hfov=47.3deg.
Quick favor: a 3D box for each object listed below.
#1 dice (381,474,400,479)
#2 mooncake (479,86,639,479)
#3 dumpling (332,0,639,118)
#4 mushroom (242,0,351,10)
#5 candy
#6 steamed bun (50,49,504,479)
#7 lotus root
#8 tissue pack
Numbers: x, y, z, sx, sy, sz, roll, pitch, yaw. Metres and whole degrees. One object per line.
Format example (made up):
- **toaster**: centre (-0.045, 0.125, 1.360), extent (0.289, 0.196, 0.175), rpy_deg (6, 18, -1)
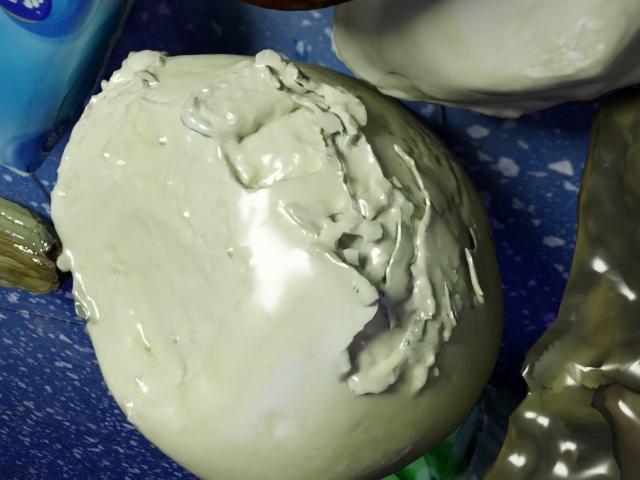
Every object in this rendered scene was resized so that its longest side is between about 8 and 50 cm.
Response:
- **dice**: centre (0.120, 0.544, 1.162), extent (0.300, 0.297, 0.287), rpy_deg (-20, 123, 44)
- **mooncake**: centre (0.214, 0.103, 0.402), extent (0.246, 0.393, 0.393), rpy_deg (14, 109, 39)
- **dumpling**: centre (0.124, -0.142, 0.418), extent (0.250, 0.132, 0.162), rpy_deg (-19, 119, 24)
- **mushroom**: centre (-0.026, -0.233, 0.335), extent (0.253, 0.153, 0.253), rpy_deg (19, 124, 30)
- **candy**: centre (0.157, 0.265, 0.901), extent (0.263, 0.172, 0.398), rpy_deg (41, 154, -17)
- **steamed bun**: centre (0.000, 0.000, 0.537), extent (0.233, 0.312, 0.333), rpy_deg (-38, 73, 27)
- **lotus root**: centre (-0.374, 0.005, 0.933), extent (0.144, 0.070, 0.143), rpy_deg (18, 138, 14)
- **tissue pack**: centre (-0.243, -0.197, 0.532), extent (0.198, 0.146, 0.263), rpy_deg (33, 143, -14)
